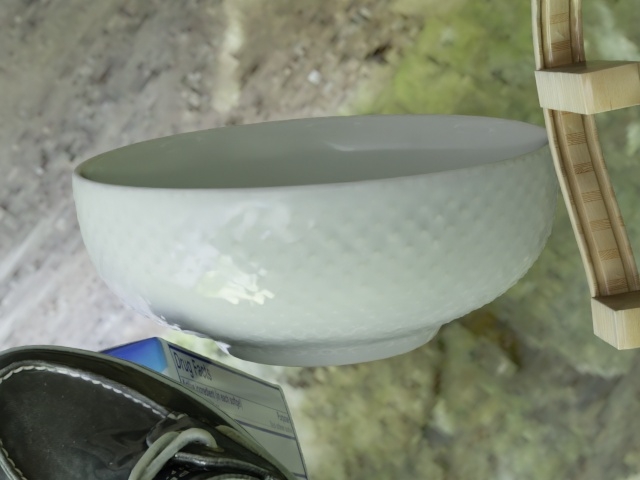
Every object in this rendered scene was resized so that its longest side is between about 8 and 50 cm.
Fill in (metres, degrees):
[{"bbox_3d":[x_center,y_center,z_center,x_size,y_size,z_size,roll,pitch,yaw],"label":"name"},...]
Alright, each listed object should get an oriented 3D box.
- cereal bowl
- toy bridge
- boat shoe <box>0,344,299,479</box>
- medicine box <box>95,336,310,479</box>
[{"bbox_3d":[0.000,0.000,1.079,0.339,0.339,0.141,-41,130,-70],"label":"cereal bowl"},{"bbox_3d":[0.097,-0.057,0.557,0.026,0.188,0.063,-12,-171,-6],"label":"toy bridge"},{"bbox_3d":[-0.052,0.137,0.732,0.121,0.335,0.119,-54,159,-19],"label":"boat shoe"},{"bbox_3d":[-0.092,0.236,1.049,0.149,0.289,0.263,-20,163,10],"label":"medicine box"}]
